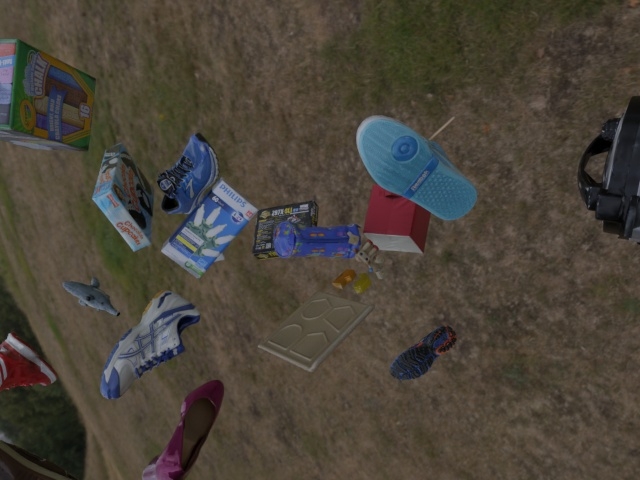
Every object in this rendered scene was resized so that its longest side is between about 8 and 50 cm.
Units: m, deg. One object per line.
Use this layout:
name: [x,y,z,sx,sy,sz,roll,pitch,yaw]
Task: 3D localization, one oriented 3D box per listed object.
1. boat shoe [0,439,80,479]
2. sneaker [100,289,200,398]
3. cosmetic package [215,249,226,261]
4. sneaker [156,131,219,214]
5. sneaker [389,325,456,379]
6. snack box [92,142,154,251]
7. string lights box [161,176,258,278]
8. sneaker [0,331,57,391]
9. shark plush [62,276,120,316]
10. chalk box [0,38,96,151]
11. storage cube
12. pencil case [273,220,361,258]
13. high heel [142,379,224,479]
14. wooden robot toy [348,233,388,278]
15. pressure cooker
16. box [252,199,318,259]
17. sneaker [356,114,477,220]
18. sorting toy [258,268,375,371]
boat shoe: [-0.395,0.302,0.602,0.257,0.095,0.095,37,159,-12]
sneaker: [-0.406,0.259,1.181,0.131,0.296,0.112,25,148,5]
cosmetic package: [-0.544,0.008,2.242,0.151,0.183,0.151,-93,-11,-54]
sneaker: [-0.427,-0.194,1.532,0.130,0.147,0.330,49,133,22]
sneaker: [0.290,0.328,1.384,0.083,0.221,0.087,58,164,12]
snack box: [-0.551,-0.132,1.383,0.322,0.060,0.187,-115,0,-53]
string lights box: [-0.310,-0.037,1.366,0.133,0.260,0.077,40,-176,-19]
sneaker: [-0.687,0.300,1.081,0.087,0.128,0.221,29,146,19]
shark plush: [-0.555,0.150,1.179,0.161,0.073,0.067,39,175,21]
chalk box: [-0.478,-0.226,0.749,0.132,0.213,0.132,6,89,12]
storage cube: [0.283,-0.078,1.773,0.183,0.215,0.193,5,73,28]
pencil case: [0.000,0.000,1.610,0.133,0.306,0.119,-14,78,55]
high heel: [-0.347,0.542,1.410,0.181,0.377,0.127,-29,110,35]
wooden robot toy: [0.145,0.048,1.536,0.173,0.076,0.079,43,167,-5]
pressure cooker: [0.846,-0.166,1.142,0.420,0.370,0.375,13,96,33]
box: [-0.173,-0.050,2.397,0.322,0.079,0.257,-9,59,22]
sneaker: [0.178,-0.181,1.034,0.127,0.319,0.208,-45,33,19]
sorting toy: [0.022,0.179,1.141,0.229,0.307,0.041,3,127,52]
